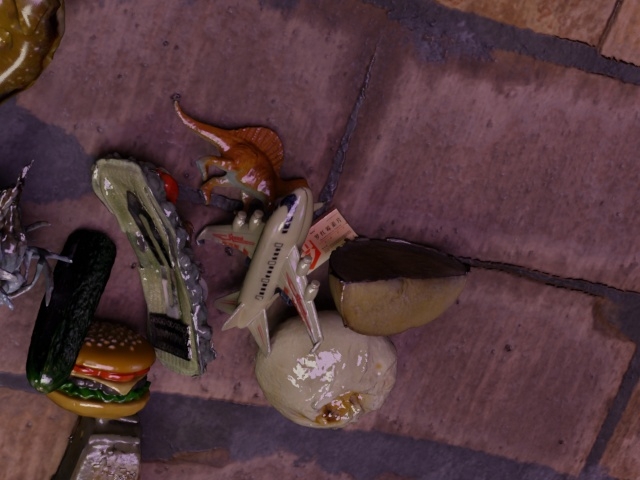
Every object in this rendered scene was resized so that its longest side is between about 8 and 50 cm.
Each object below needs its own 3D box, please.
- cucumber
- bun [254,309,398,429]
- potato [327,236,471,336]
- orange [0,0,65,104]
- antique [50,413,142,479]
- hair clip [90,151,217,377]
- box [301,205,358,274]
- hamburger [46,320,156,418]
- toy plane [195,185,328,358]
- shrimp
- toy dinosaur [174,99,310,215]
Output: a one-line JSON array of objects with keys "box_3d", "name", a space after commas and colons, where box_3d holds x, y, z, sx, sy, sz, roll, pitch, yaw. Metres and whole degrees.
[{"box_3d": [-0.331, 0.093, 1.654, 0.074, 0.241, 0.074, 7, 138, 6], "name": "cucumber"}, {"box_3d": [0.011, 0.199, 1.790, 0.222, 0.128, 0.222, 0, 139, 0], "name": "bun"}, {"box_3d": [0.078, 0.062, 1.757, 0.243, 0.138, 0.098, -2, 116, -37], "name": "potato"}, {"box_3d": [-0.482, -0.265, 1.451, 0.368, 0.210, 0.271, -6, 117, -13], "name": "orange"}, {"box_3d": [-0.319, 0.359, 1.815, 0.150, 0.125, 0.284, 11, 110, -18], "name": "antique"}, {"box_3d": [-0.204, 0.024, 1.704, 0.091, 0.138, 0.321, -36, 124, -39], "name": "hair clip"}, {"box_3d": [0.000, 0.000, 1.792, 0.093, 0.015, 0.058, -37, 118, 3], "name": "box"}, {"box_3d": [-0.302, 0.174, 1.723, 0.162, 0.162, 0.115, 8, 102, -17], "name": "hamburger"}, {"box_3d": [-0.063, 0.029, 1.681, 0.104, 0.242, 0.256, -10, 137, -53], "name": "toy plane"}, {"box_3d": [-0.457, 0.076, 1.638, 0.410, 0.221, 0.166, -41, 91, 26], "name": "shrimp"}, {"box_3d": [-0.099, -0.109, 1.699, 0.142, 0.057, 0.212, -25, 119, -14], "name": "toy dinosaur"}]
